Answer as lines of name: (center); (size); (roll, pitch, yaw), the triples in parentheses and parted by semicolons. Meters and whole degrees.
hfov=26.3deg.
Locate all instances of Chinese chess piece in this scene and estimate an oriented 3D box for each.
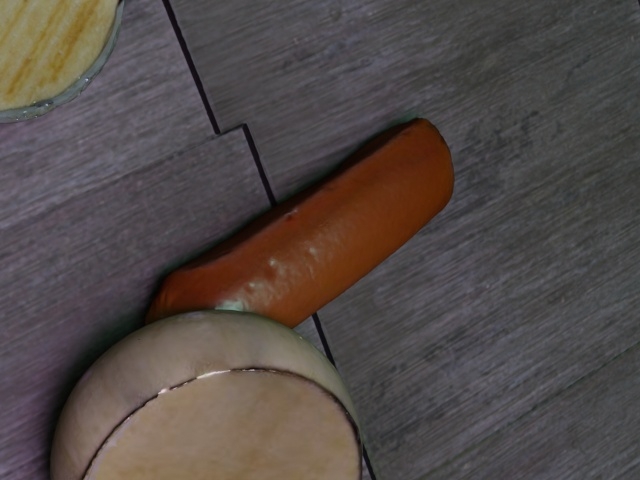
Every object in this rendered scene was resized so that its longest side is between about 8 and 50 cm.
Chinese chess piece: (-0.091, 0.181, 1.117); (0.257, 0.104, 0.257); (-10, 120, -17)

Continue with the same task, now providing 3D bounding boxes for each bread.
bread: (-0.278, -0.212, 1.060); (0.267, 0.040, 0.267); (7, 74, -26)

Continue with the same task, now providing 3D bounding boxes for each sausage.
sausage: (0.000, 0.001, 1.221); (0.348, 0.094, 0.097); (-34, 114, -25)
